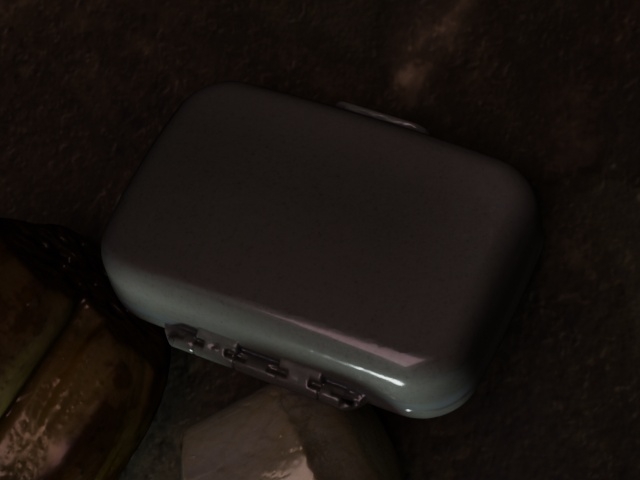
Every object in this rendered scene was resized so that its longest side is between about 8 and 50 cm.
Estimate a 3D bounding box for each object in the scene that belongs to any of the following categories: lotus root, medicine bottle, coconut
[{"bbox_3d":[-0.293,0.118,1.640,0.316,0.316,0.250,38,94,18],"label":"lotus root"},{"bbox_3d":[0.000,0.000,1.567,0.375,0.123,0.282,18,61,22],"label":"medicine bottle"},{"bbox_3d":[-0.039,0.235,1.578,0.222,0.202,0.202,-32,78,13],"label":"coconut"}]
